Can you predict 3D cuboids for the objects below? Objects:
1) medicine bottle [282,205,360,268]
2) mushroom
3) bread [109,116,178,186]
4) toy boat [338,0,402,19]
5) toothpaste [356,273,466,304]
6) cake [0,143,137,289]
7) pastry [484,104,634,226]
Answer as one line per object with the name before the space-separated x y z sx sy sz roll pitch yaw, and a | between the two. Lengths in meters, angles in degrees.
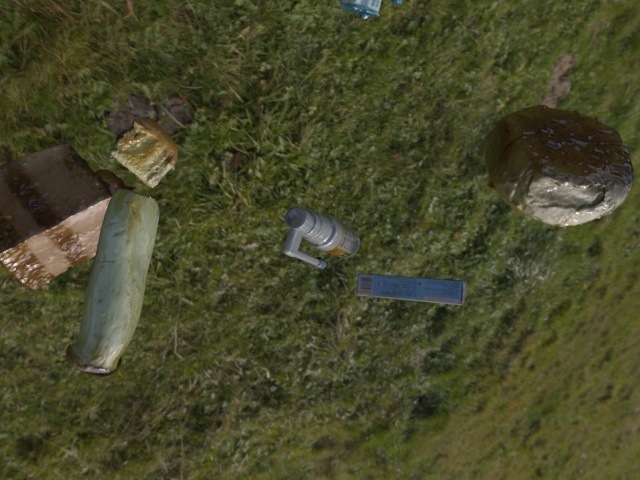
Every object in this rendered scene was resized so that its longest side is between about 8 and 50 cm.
medicine bottle | 0.000 0.000 0.757 0.221 0.061 0.092 25 83 -64
mushroom | -0.339 0.070 0.746 0.100 0.081 0.311 39 61 -72
bread | -0.520 -0.255 1.389 0.174 0.133 0.251 -51 169 -12
toy boat | 0.067 -0.414 0.716 0.215 0.088 0.102 -14 125 -45
toothpaste | 0.170 0.090 0.836 0.070 0.194 0.044 15 79 -66
cake | -0.529 -0.069 0.905 0.293 0.198 0.196 -35 162 -25
pastry | 0.327 -0.106 0.616 0.182 0.192 0.093 6 138 2
